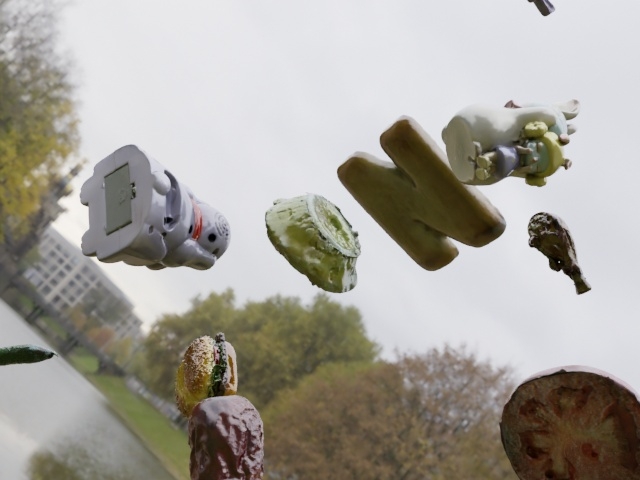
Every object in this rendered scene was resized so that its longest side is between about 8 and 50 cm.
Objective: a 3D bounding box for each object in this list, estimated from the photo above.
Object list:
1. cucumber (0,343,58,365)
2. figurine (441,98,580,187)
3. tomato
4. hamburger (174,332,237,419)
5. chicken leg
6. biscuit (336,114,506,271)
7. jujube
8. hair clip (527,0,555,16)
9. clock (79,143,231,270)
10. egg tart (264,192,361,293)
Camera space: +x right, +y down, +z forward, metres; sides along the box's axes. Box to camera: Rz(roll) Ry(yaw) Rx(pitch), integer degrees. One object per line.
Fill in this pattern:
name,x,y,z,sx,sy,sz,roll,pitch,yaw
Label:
cucumber,-0.541,0.205,1.617,0.155,0.037,0.037,-7,-36,16
figurine,0.319,-0.156,1.362,0.155,0.235,0.127,-139,-141,-67
tomato,0.376,0.276,1.325,0.225,0.225,0.085,42,26,-1
hamburger,-0.194,0.228,1.501,0.087,0.137,0.166,17,25,-18
chicken leg,0.453,0.025,1.705,0.178,0.093,0.070,61,-23,11
biscuit,0.182,-0.077,1.675,0.291,0.062,0.237,48,-40,-9
jujube,-0.093,0.216,0.887,0.077,0.077,0.129,64,16,-55
hair clip,0.243,-0.418,1.219,0.090,0.279,0.137,-20,-22,29
clock,-0.250,-0.025,1.460,0.188,0.189,0.254,31,0,36
egg tart,0.000,0.000,1.381,0.197,0.078,0.197,40,24,-22
